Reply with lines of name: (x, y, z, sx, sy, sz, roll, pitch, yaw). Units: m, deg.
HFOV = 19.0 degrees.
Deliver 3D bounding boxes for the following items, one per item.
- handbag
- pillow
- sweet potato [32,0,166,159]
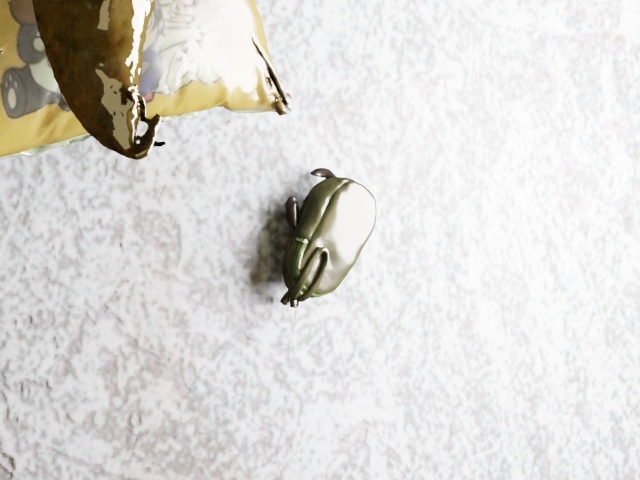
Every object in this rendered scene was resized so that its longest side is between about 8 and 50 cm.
handbag: (0.000, 0.000, 1.467, 0.072, 0.047, 0.111, 33, 75, -37)
pillow: (-0.173, -0.209, 1.286, 0.310, 0.119, 0.312, -14, 96, -31)
sweet potato: (-0.108, -0.255, 1.186, 0.130, 0.130, 0.422, 25, 70, -33)
